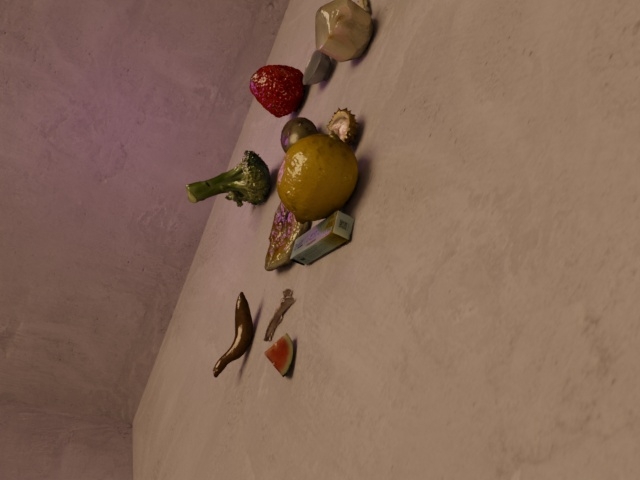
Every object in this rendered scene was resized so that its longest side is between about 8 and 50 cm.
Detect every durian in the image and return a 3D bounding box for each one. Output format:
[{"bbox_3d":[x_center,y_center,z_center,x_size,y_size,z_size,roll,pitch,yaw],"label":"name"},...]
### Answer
[{"bbox_3d":[0.086,-0.349,1.785,0.140,0.078,0.224,-23,60,45],"label":"durian"}]

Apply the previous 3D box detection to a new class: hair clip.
[{"bbox_3d":[-0.154,0.268,1.862,0.226,0.034,0.072,-61,20,25],"label":"hair clip"}]

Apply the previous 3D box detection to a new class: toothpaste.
[{"bbox_3d":[0.000,0.000,1.693,0.313,0.071,0.089,-33,38,57],"label":"toothpaste"}]

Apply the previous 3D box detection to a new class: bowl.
[{"bbox_3d":[0.000,-0.767,2.313,0.189,0.086,0.189,-50,31,44],"label":"bowl"}]

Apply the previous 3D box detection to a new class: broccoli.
[{"bbox_3d":[-0.418,-0.290,2.511,0.353,0.397,0.275,-55,51,23],"label":"broccoli"}]

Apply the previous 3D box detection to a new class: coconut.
[{"bbox_3d":[0.079,-0.810,1.987,0.241,0.241,0.241,-49,30,42],"label":"coconut"}]

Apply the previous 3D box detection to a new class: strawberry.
[{"bbox_3d":[-0.216,-0.743,2.549,0.257,0.277,0.257,-46,35,48],"label":"strawberry"}]

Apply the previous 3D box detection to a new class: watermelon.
[{"bbox_3d":[-0.136,0.374,1.653,0.125,0.094,0.135,-53,30,21],"label":"watermelon"}]

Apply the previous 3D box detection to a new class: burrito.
[{"bbox_3d":[0.180,-0.961,2.124,0.045,0.041,0.185,108,164,-47],"label":"burrito"}]

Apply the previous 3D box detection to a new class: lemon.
[{"bbox_3d":[-0.014,-0.194,1.650,0.320,0.245,0.245,-63,23,25],"label":"lemon"}]

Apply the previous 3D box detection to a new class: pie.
[{"bbox_3d":[-0.136,-0.035,2.021,0.337,0.075,0.337,-48,30,41],"label":"pie"}]

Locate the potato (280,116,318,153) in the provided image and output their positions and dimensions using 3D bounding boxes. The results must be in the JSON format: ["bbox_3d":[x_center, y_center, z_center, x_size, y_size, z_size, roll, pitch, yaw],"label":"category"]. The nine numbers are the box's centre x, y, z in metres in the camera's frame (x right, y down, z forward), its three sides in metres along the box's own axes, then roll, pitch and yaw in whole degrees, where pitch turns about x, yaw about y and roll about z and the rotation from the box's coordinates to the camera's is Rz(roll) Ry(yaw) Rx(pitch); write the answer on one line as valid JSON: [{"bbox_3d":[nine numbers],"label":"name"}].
[{"bbox_3d":[-0.082,-0.412,2.118,0.165,0.165,0.262,-62,21,18],"label":"potato"}]

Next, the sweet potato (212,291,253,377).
[{"bbox_3d":[-0.329,0.384,2.067,0.079,0.108,0.346,156,134,-71],"label":"sweet potato"}]
